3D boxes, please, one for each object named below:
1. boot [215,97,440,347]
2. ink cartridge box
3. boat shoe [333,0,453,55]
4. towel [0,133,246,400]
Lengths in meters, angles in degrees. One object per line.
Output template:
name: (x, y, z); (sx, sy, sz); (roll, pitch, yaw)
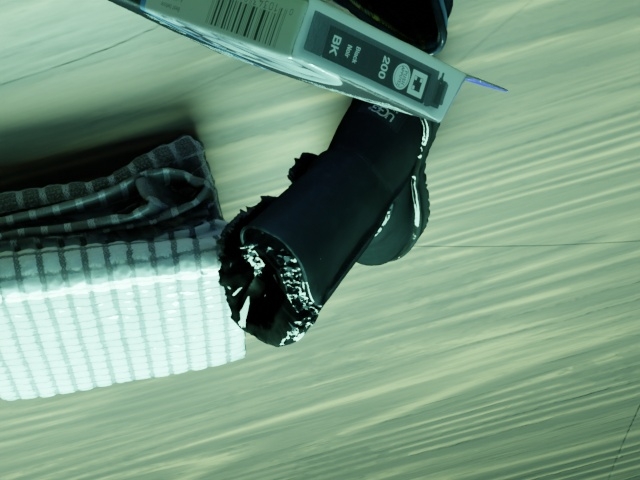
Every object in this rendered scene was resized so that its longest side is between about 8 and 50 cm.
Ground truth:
boot: (0.000, 0.000, 1.377); (0.207, 0.094, 0.246); (-51, 167, -27)
ink cartridge box: (-0.019, -0.127, 1.128); (0.206, 0.045, 0.208); (23, -176, 41)
boat shoe: (0.028, -0.191, 1.096); (0.109, 0.089, 0.258); (-24, 154, 26)
towel: (-0.184, 0.029, 1.472); (0.235, 0.121, 0.284); (-9, 158, -3)
